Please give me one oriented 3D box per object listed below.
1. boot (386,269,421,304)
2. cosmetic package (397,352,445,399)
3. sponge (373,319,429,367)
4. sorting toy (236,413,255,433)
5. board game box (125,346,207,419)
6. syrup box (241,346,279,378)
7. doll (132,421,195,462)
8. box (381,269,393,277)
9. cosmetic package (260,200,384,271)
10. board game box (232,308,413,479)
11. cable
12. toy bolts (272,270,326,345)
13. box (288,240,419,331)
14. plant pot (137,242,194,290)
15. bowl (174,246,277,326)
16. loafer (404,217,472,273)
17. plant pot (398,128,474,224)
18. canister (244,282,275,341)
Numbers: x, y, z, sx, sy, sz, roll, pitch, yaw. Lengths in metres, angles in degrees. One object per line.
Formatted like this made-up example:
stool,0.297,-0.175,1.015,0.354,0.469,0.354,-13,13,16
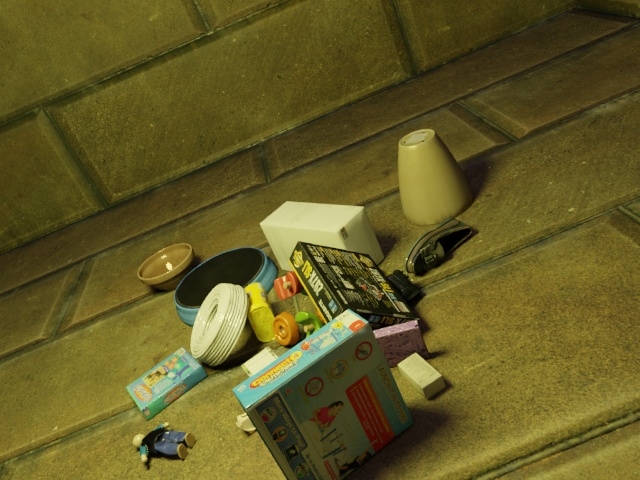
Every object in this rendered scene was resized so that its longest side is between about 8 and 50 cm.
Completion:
boot,0.222,0.143,1.730,0.121,0.045,0.099,-33,65,-29
cosmetic package,0.243,0.325,1.445,0.060,0.041,0.115,-29,28,-11
sponge,0.160,0.274,1.516,0.210,0.117,0.031,-16,33,14
sorting toy,-0.181,0.455,1.552,0.083,0.045,0.075,-35,22,-20
board game box,-0.466,0.426,1.812,0.210,0.047,0.160,-35,30,-21
syrup box,-0.109,0.381,1.561,0.093,0.096,0.237,-34,30,-16
doll,-0.428,0.537,1.589,0.189,0.046,0.129,-5,32,31
box,0.181,0.140,1.821,0.105,0.043,0.179,-38,32,-25
cosmetic package,0.000,0.000,2.025,0.385,0.217,0.156,8,41,43
board game box,0.016,0.356,1.281,0.302,0.308,0.086,-32,27,-17
cable,-0.308,0.251,1.833,0.257,0.089,0.257,-36,34,49
toy bolts,-0.035,0.190,1.762,0.158,0.228,0.218,-12,-8,-39
box,0.084,0.132,1.646,0.079,0.257,0.322,-63,36,22
plant pot,-0.595,0.121,2.386,0.237,0.109,0.237,-19,29,11
bowl,-0.348,0.156,2.167,0.391,0.077,0.391,-18,28,10
loafer,0.365,0.015,1.848,0.084,0.096,0.267,17,46,44
plant pot,0.372,-0.237,2.085,0.256,0.274,0.256,-19,27,10
canister,-0.187,0.220,1.876,0.073,0.126,0.170,-22,25,-3
